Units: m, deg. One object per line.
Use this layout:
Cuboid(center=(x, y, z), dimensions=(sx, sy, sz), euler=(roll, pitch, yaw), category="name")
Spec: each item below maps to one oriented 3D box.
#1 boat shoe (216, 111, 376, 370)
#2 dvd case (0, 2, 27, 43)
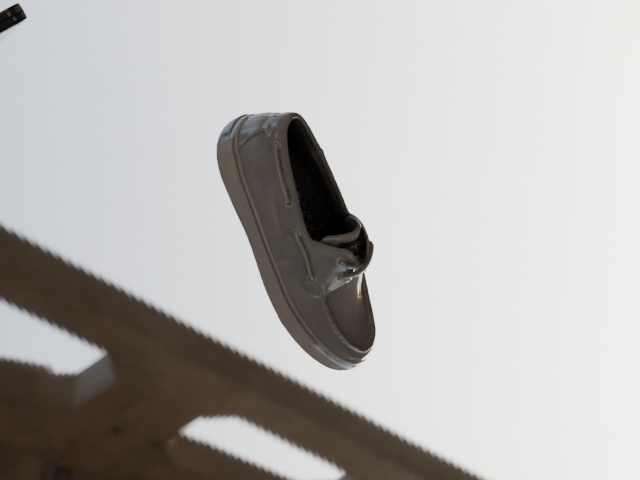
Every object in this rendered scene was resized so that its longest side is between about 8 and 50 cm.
Cuboid(center=(0.000, 0.000, 1.057), dimensions=(0.066, 0.063, 0.184), euler=(-37, -69, -47), category="boat shoe")
Cuboid(center=(-0.238, -0.101, 0.999), dimensions=(0.119, 0.087, 0.013), euler=(-33, -84, -24), category="dvd case")
